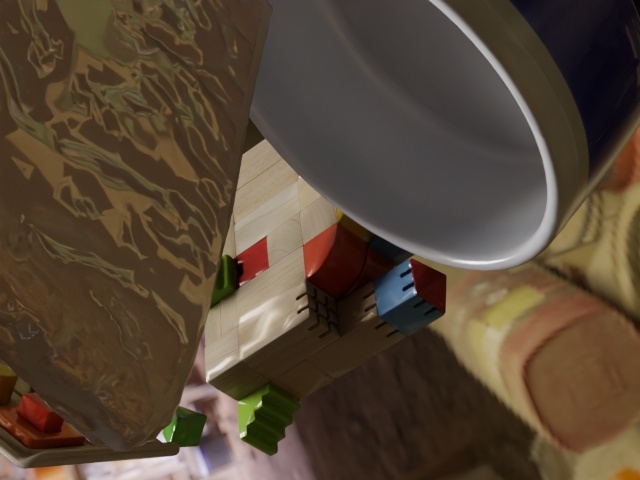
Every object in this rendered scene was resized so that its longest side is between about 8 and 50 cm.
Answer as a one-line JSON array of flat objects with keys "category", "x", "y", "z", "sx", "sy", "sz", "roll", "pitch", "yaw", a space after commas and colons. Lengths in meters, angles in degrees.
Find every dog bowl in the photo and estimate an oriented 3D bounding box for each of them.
[{"category": "dog bowl", "x": 0.059, "y": -0.112, "z": 0.899, "sx": 0.265, "sy": 0.104, "sz": 0.265, "roll": 33, "pitch": 153, "yaw": 19}]

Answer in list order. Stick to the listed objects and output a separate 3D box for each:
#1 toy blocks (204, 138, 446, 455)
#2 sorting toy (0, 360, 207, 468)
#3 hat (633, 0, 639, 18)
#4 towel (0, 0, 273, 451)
[{"category": "toy blocks", "x": 0.000, "y": 0.000, "z": 1.600, "sx": 0.191, "sy": 0.261, "sz": 0.381, "roll": 36, "pitch": -147, "yaw": -36}, {"category": "sorting toy", "x": -0.248, "y": 0.147, "z": 1.359, "sx": 0.196, "sy": 0.348, "sz": 0.047, "roll": 24, "pitch": 102, "yaw": 37}, {"category": "hat", "x": 0.337, "y": -0.254, "z": 1.262, "sx": 0.331, "sy": 0.331, "sz": 0.133, "roll": 155, "pitch": 122, "yaw": -72}, {"category": "towel", "x": -0.151, "y": -0.125, "z": 0.568, "sx": 0.332, "sy": 0.053, "sz": 0.317, "roll": 46, "pitch": -153, "yaw": -24}]
